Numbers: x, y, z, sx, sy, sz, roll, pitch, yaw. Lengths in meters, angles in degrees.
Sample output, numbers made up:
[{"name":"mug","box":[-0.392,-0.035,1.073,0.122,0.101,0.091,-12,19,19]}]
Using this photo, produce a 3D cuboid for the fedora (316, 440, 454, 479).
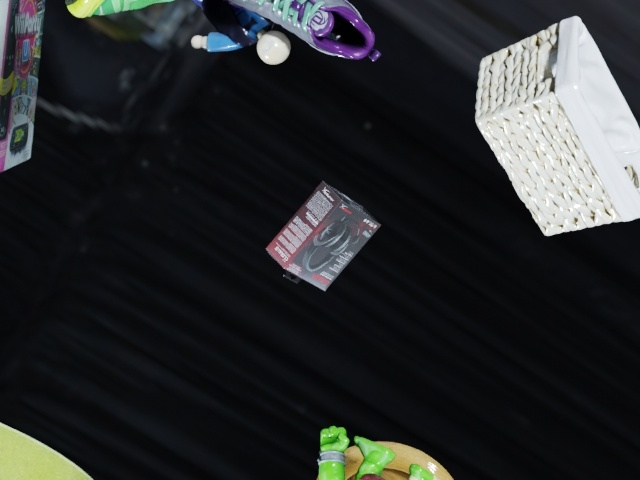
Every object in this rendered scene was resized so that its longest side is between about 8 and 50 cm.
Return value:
[{"name":"fedora","box":[0.091,0.329,2.066,0.194,0.194,0.079,-53,-3,23]}]

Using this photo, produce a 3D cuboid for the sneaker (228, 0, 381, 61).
[{"name":"sneaker","box":[-0.030,-0.263,1.731,0.083,0.224,0.098,-61,28,8]}]

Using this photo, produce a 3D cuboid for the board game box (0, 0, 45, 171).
[{"name":"board game box","box":[-0.455,-0.253,2.236,0.224,0.098,0.303,-71,-12,-80]}]

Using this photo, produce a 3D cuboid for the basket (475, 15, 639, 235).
[{"name":"basket","box":[0.219,-0.097,1.467,0.103,0.167,0.113,-19,36,25]}]

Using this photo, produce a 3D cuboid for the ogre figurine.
[{"name":"ogre figurine","box":[0.069,0.305,1.888,0.118,0.197,0.097,-59,4,-18]}]

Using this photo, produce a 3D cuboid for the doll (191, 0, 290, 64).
[{"name":"doll","box":[-0.102,-0.265,1.811,0.129,0.189,0.046,-46,-13,11]}]

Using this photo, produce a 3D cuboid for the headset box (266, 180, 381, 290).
[{"name":"headset box","box":[0.000,0.000,1.346,0.083,0.062,0.032,-50,50,7]}]

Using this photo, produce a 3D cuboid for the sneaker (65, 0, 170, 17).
[{"name":"sneaker","box":[-0.212,-0.360,2.018,0.295,0.123,0.109,-18,81,51]}]

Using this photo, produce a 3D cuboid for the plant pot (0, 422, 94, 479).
[{"name":"plant pot","box":[-0.356,0.321,1.379,0.275,0.275,0.293,-42,26,56]}]
